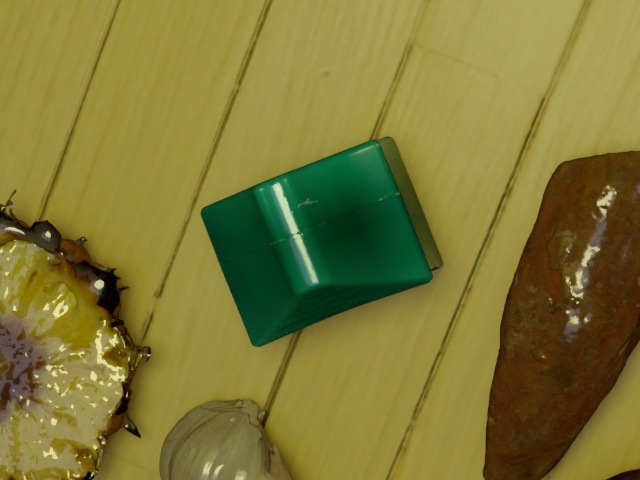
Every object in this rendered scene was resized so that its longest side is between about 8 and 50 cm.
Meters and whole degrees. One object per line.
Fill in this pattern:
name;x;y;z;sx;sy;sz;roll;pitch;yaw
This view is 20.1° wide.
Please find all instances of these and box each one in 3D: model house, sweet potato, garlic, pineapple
model house;0.000;0.000;1.163;0.127;0.149;0.100;-22;89;13
sweet potato;0.164;0.053;1.175;0.097;0.097;0.252;22;105;7
garlic;-0.062;0.160;1.232;0.113;0.074;0.094;21;110;22
pineapple;-0.217;0.081;1.247;0.225;0.076;0.225;1;95;8

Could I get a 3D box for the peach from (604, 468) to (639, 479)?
peach;0.213;0.221;1.160;0.152;0.152;0.152;1;97;10
